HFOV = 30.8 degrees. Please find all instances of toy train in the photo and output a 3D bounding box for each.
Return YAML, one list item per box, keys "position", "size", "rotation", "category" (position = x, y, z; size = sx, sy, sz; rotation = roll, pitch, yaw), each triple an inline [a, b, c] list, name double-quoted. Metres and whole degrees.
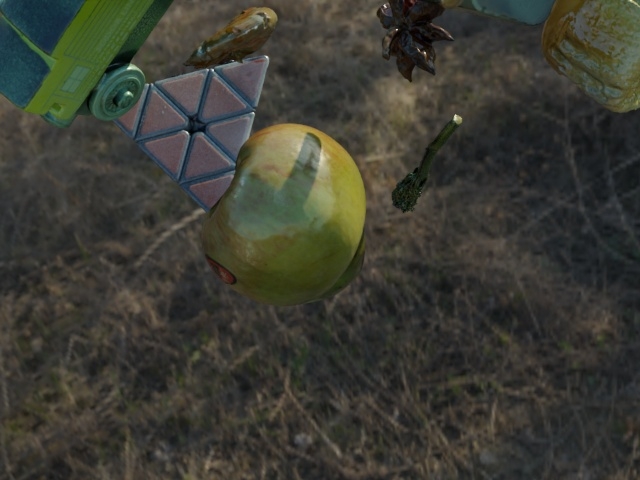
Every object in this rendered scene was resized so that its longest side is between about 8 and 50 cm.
- position: [-0.328, -0.362, 1.749]
  size: [0.179, 0.272, 0.442]
  rotation: [43, 104, 19]
  category: "toy train"

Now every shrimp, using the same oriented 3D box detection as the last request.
- position: [-0.146, -0.301, 1.797]
  size: [0.154, 0.062, 0.294]
  rotation: [-29, 4, -7]
  category: "shrimp"

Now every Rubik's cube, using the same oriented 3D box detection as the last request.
- position: [-0.219, -0.186, 2.047]
  size: [0.229, 0.233, 0.228]
  rotation: [7, 32, 33]
  category: "Rubik's cube"

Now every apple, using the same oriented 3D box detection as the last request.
- position: [-0.046, -0.032, 1.552]
  size: [0.194, 0.261, 0.260]
  rotation: [27, 49, -10]
  category: "apple"

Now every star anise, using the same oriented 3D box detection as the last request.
- position: [0.165, -0.398, 2.163]
  size: [0.111, 0.196, 0.212]
  rotation: [15, 15, -23]
  category: "star anise"

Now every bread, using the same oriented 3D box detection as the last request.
- position: [0.446, -0.316, 1.855]
  size: [0.163, 0.262, 0.204]
  rotation: [-40, 67, -19]
  category: "bread"

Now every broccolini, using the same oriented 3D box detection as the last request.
- position: [0.172, -0.127, 1.891]
  size: [0.051, 0.239, 0.054]
  rotation: [44, 53, 13]
  category: "broccolini"

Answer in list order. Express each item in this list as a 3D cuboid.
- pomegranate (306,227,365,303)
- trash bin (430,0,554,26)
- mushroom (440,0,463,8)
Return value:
- position: [-0.002, 0.012, 1.866]
  size: [0.159, 0.241, 0.189]
  rotation: [-2, 69, 14]
  category: "pomegranate"
- position: [0.255, -0.462, 1.826]
  size: [0.158, 0.223, 0.343]
  rotation: [12, 15, -14]
  category: "trash bin"
- position: [0.149, -0.332, 1.450]
  size: [0.059, 0.054, 0.202]
  rotation: [-39, 19, 6]
  category: "mushroom"
